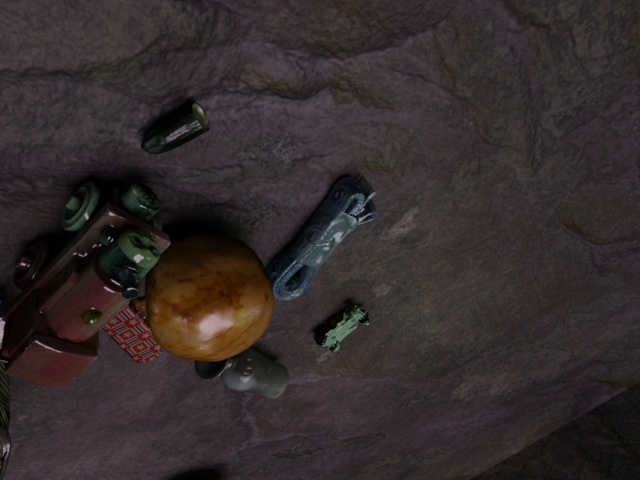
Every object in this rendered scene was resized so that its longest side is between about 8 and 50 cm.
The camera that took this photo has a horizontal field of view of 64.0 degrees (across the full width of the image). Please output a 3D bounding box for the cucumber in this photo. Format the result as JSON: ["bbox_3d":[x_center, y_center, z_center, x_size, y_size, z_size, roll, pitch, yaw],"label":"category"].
[{"bbox_3d":[-0.219,-0.161,0.767,0.105,0.048,0.048,-30,136,4],"label":"cucumber"}]

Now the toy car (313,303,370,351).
[{"bbox_3d":[0.050,0.207,1.239,0.143,0.054,0.073,-45,132,14],"label":"toy car"}]

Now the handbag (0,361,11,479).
[{"bbox_3d":[-0.664,0.332,0.861,0.248,0.240,0.340,1,127,-34],"label":"handbag"}]

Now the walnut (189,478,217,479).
[{"bbox_3d":[-0.352,0.811,1.465,0.249,0.248,0.248,-14,134,-15],"label":"walnut"}]

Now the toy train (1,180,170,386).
[{"bbox_3d":[-0.350,0.056,0.775,0.304,0.221,0.150,-42,135,15],"label":"toy train"}]

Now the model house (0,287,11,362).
[{"bbox_3d":[-0.554,0.122,0.829,0.167,0.117,0.088,27,98,-40],"label":"model house"}]

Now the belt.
[{"bbox_3d":[0.000,0.000,1.012,0.087,0.072,0.302,25,117,-36],"label":"belt"}]

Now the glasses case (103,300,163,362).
[{"bbox_3d":[-0.367,0.167,0.993,0.073,0.049,0.194,-24,136,-7],"label":"glasses case"}]

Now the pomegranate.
[{"bbox_3d":[-0.199,0.097,0.885,0.249,0.248,0.248,-14,134,-15],"label":"pomegranate"}]

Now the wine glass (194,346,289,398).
[{"bbox_3d":[-0.172,0.297,1.174,0.103,0.103,0.231,-38,138,9],"label":"wine glass"}]
